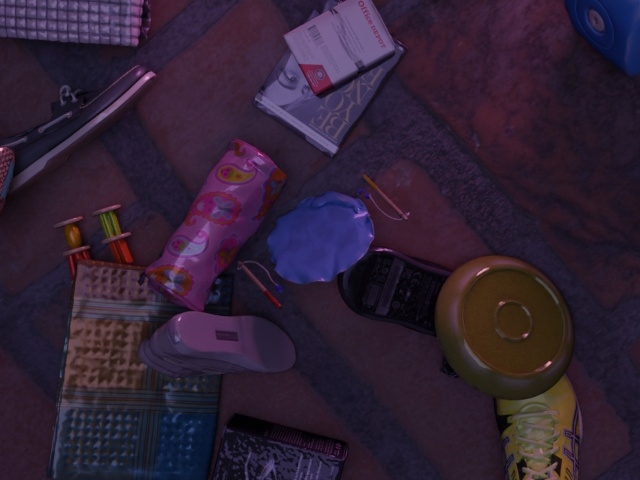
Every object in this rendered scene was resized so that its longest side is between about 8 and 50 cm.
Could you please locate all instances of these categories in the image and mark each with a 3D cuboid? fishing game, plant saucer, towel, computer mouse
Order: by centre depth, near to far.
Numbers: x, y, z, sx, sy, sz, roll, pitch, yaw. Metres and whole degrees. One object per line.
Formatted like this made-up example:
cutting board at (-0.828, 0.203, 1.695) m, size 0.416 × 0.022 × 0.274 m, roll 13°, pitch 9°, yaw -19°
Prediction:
plant saucer at (0.300, 0.132, 1.737) m, size 0.241 × 0.037 × 0.241 m, roll 5°, pitch 70°, yaw -13°
towel at (-0.406, -0.435, 1.761) m, size 0.284 × 0.121 × 0.235 m, roll 4°, pitch 99°, yaw 5°
fishing game at (0.000, 0.000, 1.767) m, size 0.264 × 0.041 × 0.189 m, roll -38°, pitch 47°, yaw -10°
computer mouse at (0.150, 0.095, 1.798) m, size 0.272 × 0.072 × 0.188 m, roll 24°, pitch 94°, yaw -10°
towel at (-0.298, 0.226, 1.825) m, size 0.271 × 0.040 × 0.370 m, roll 7°, pitch 93°, yaw -12°

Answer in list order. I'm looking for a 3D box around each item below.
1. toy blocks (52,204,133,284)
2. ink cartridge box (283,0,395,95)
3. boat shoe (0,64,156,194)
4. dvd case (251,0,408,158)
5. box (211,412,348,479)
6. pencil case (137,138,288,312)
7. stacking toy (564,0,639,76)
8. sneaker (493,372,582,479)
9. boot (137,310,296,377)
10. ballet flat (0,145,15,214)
toy blocks at (-0.369, 0.027, 1.833) m, size 0.123 × 0.054 × 0.148 m, roll -17°, pitch 93°, yaw 6°
ink cartridge box at (0.033, -0.314, 1.754) m, size 0.150 × 0.063 × 0.109 m, roll -28°, pitch 90°, yaw 5°
boat shoe at (-0.414, -0.201, 1.789) m, size 0.319 × 0.116 × 0.099 m, roll -35°, pitch 93°, yaw 12°
dvd case at (0.015, -0.271, 1.800) m, size 0.164 × 0.018 × 0.221 m, roll 35°, pitch 96°, yaw 1°
box at (-0.072, 0.391, 1.812) m, size 0.207 × 0.108 × 0.153 m, roll 15°, pitch 96°, yaw 3°
pencil case at (-0.170, -0.022, 1.759) m, size 0.124 × 0.124 × 0.284 m, roll 33°, pitch 85°, yaw 1°
stacking toy at (0.543, -0.412, 1.694) m, size 0.302 × 0.175 × 0.166 m, roll -32°, pitch 59°, yaw -10°
sneaker at (0.363, 0.356, 1.758) m, size 0.145 × 0.147 × 0.384 m, roll -9°, pitch 91°, yaw 7°
boot at (-0.170, 0.178, 1.785) m, size 0.123 × 0.258 × 0.095 m, roll -28°, pitch 56°, yaw 39°
ballet flat at (-0.706, -0.163, 1.790) m, size 0.483 × 0.164 × 0.182 m, roll 17°, pitch 76°, yaw 15°
